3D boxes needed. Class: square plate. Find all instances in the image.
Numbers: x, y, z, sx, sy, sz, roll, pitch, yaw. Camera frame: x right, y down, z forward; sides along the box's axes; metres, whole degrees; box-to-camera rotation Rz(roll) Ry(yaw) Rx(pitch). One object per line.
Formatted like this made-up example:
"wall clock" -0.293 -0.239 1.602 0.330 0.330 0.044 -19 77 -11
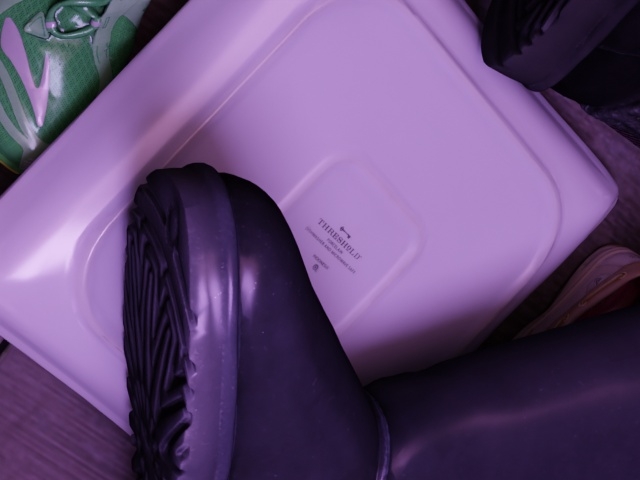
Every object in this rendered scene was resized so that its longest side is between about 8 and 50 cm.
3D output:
"square plate" 0.000 0.000 1.177 0.344 0.049 0.347 -47 127 -3

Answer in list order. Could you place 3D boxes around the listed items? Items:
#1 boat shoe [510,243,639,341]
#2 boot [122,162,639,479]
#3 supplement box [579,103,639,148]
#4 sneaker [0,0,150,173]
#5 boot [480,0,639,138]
"boat shoe" 0.169 0.078 1.292 0.063 0.059 0.170 35 89 -22
"boot" 0.115 0.081 1.127 0.445 0.146 0.367 -8 133 -15
"supplement box" 0.264 -0.109 1.279 0.239 0.073 0.130 32 90 -21
"sneaker" -0.132 -0.175 1.098 0.109 0.123 0.295 15 97 -22
"boot" 0.287 -0.144 1.095 0.260 0.348 0.131 28 54 -18
